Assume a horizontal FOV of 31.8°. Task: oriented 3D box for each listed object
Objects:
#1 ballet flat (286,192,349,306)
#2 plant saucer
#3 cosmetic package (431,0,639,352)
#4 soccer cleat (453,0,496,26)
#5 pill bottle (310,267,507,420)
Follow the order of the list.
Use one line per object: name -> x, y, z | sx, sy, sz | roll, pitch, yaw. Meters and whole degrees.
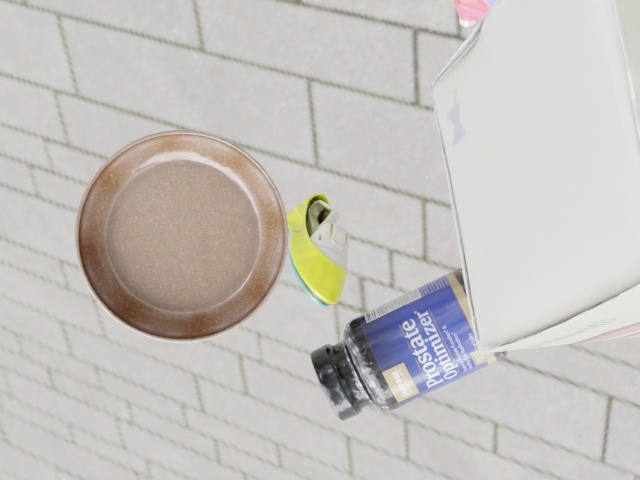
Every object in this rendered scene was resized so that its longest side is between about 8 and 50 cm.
ballet flat -> 0.000, 0.000, 1.456 | 0.077, 0.231, 0.077 | 36, 105, -22
plant saucer -> -0.130, -0.004, 1.061 | 0.198, 0.198, 0.036 | 45, 177, -5
cosmetic package -> 0.214, -0.039, 0.457 | 0.153, 0.296, 0.129 | 134, 130, -69
soccer cleat -> 0.206, -0.208, 0.904 | 0.248, 0.083, 0.095 | 20, 123, 44
pill bottle -> 0.105, 0.131, 1.365 | 0.219, 0.123, 0.123 | -27, 114, 4
